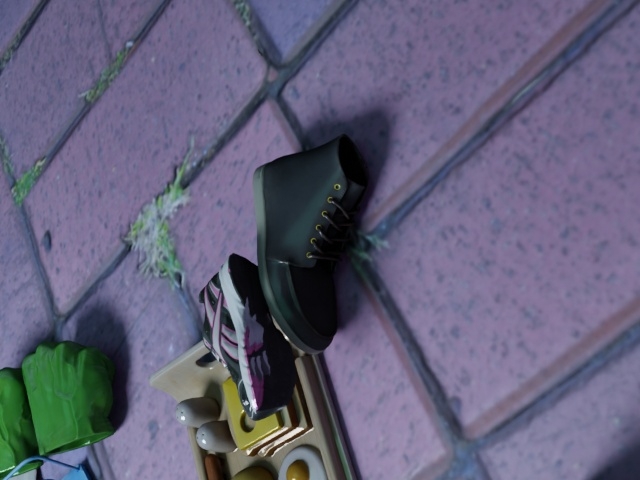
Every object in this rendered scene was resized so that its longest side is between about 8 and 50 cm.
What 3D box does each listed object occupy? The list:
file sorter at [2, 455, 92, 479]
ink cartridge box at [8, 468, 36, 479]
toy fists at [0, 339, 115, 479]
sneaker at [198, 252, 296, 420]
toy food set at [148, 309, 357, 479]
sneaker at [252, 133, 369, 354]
[{"bbox_3d":[-0.336,0.370,1.209,0.118,0.104,0.170,-42,53,4],"label":"file sorter"},{"bbox_3d":[-0.522,0.519,1.356,0.385,0.091,0.308,-27,46,17],"label":"ink cartridge box"},{"bbox_3d":[-0.378,0.224,1.308,0.279,0.096,0.142,-27,72,34],"label":"toy fists"},{"bbox_3d":[-0.081,0.107,1.002,0.077,0.072,0.178,-37,50,31],"label":"sneaker"},{"bbox_3d":[-0.082,0.244,1.032,0.219,0.092,0.306,-35,60,32],"label":"toy food set"},{"bbox_3d":[0.000,0.000,1.014,0.118,0.083,0.222,-24,69,31],"label":"sneaker"}]
